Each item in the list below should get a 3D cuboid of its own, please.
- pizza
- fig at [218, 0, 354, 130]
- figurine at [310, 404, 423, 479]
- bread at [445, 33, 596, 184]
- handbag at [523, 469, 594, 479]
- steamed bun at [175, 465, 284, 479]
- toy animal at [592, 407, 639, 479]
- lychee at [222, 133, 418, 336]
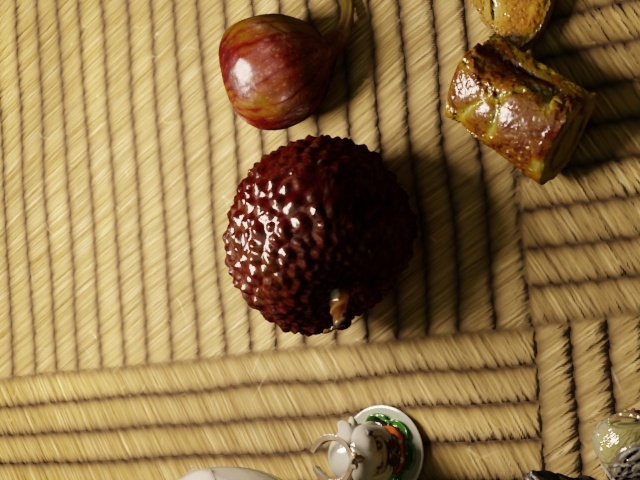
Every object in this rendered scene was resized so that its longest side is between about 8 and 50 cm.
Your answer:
[{"bbox_3d":[0.248,-0.339,1.598,0.134,0.046,0.175,17,100,17],"label":"pizza"},{"bbox_3d":[-0.038,-0.255,1.725,0.207,0.175,0.175,-16,78,10],"label":"fig"},{"bbox_3d":[0.050,0.290,1.628,0.132,0.154,0.132,-2,85,32],"label":"figurine"},{"bbox_3d":[0.252,-0.169,1.559,0.172,0.103,0.132,39,136,25],"label":"bread"},{"bbox_3d":[0.248,0.517,1.472,0.416,0.180,0.316,-59,43,19],"label":"handbag"},{"bbox_3d":[-0.099,0.476,1.659,0.309,0.309,0.309,-2,86,31],"label":"steamed bun"},{"bbox_3d":[0.392,0.256,1.453,0.137,0.098,0.098,5,89,50],"label":"toy animal"},{"bbox_3d":[0.000,0.000,1.622,0.264,0.264,0.300,-34,51,25],"label":"lychee"}]
